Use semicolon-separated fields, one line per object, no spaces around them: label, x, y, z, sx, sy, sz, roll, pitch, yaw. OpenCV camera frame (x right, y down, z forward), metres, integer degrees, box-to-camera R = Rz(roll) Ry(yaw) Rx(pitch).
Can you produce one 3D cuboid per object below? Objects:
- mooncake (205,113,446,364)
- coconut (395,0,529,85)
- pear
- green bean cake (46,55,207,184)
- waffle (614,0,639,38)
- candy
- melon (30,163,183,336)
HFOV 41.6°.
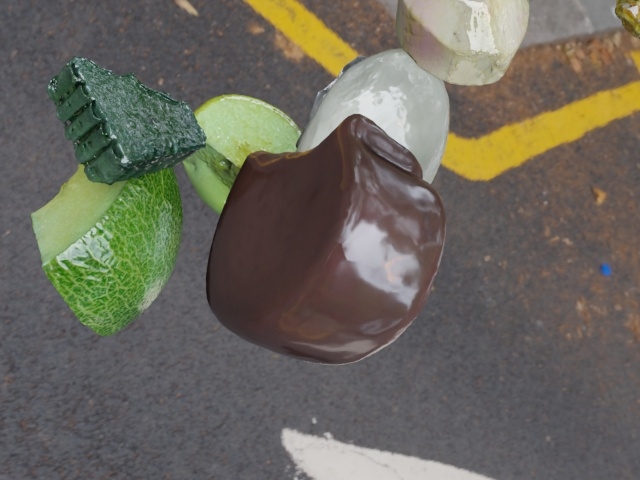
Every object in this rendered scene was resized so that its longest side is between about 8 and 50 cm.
mooncake;0.000;0.000;1.050;0.174;0.326;0.333;24;39;-29
coconut;0.253;-0.402;1.527;0.259;0.259;0.259;18;60;-36
pear;-0.180;-0.174;2.090;0.342;0.318;0.238;39;60;2
green bean cake;-0.305;-0.196;1.342;0.208;0.107;0.193;-23;82;-50
waffle;0.632;-0.357;1.357;0.329;0.062;0.329;5;51;-6
candy;0.138;-0.223;1.890;0.386;0.426;0.186;0;28;-40
melon;-0.365;0.016;1.522;0.343;0.226;0.331;66;35;-50
